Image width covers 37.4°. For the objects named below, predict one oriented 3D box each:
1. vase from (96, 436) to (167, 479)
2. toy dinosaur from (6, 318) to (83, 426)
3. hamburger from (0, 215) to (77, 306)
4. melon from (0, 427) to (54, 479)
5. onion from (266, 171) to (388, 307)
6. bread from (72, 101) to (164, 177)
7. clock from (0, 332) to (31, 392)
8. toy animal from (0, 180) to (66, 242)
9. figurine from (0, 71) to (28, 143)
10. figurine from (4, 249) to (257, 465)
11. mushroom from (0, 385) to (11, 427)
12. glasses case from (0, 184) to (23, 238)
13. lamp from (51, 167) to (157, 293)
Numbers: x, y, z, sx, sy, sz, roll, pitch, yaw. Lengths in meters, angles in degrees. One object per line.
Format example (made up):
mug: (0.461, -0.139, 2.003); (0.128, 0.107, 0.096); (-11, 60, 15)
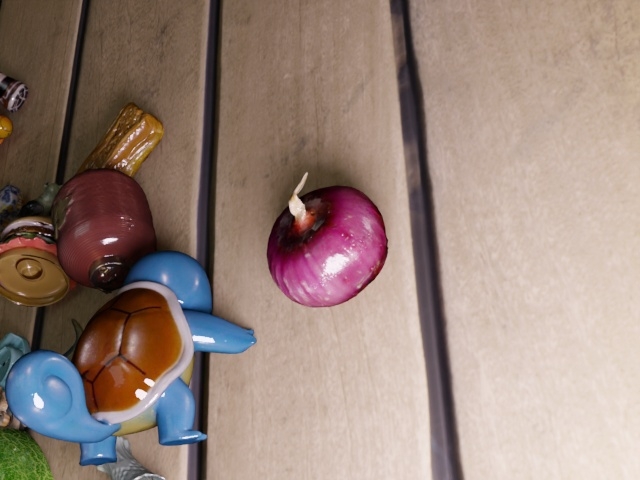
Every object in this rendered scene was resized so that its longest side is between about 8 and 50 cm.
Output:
vase: (-0.292, 0.352, 1.426); (0.148, 0.081, 0.081); (28, 87, 52)
toy dinosaur: (-0.497, 0.244, 1.698); (0.188, 0.075, 0.248); (20, 86, 58)
hamburger: (-0.539, 0.031, 1.797); (0.175, 0.175, 0.137); (-32, 36, 26)
melon: (-0.522, 0.452, 1.557); (0.323, 0.196, 0.124); (43, 133, 40)
onion: (0.006, 0.007, 1.290); (0.177, 0.153, 0.177); (-12, 72, 41)
bread: (-0.409, -0.137, 1.825); (0.271, 0.077, 0.139); (-57, 38, -1)
clock: (-0.588, 0.251, 1.785); (0.108, 0.045, 0.147); (-53, 37, 9)
toy animal: (-0.580, -0.026, 1.920); (0.225, 0.094, 0.121); (-59, 33, 1)
figurine: (-0.876, -0.275, 2.267); (0.320, 0.196, 0.323); (3, 59, 38)
figurine: (-0.277, 0.191, 1.385); (0.298, 0.243, 0.416); (-27, 12, 33)
mushroom: (-0.575, 0.298, 1.698); (0.049, 0.019, 0.101); (-52, 40, 9)
glasses case: (-0.743, -0.023, 2.087); (0.248, 0.065, 0.087); (-45, 41, 16)
lamp: (-0.379, -0.013, 1.656); (0.180, 0.180, 0.258); (-39, 46, 20)
